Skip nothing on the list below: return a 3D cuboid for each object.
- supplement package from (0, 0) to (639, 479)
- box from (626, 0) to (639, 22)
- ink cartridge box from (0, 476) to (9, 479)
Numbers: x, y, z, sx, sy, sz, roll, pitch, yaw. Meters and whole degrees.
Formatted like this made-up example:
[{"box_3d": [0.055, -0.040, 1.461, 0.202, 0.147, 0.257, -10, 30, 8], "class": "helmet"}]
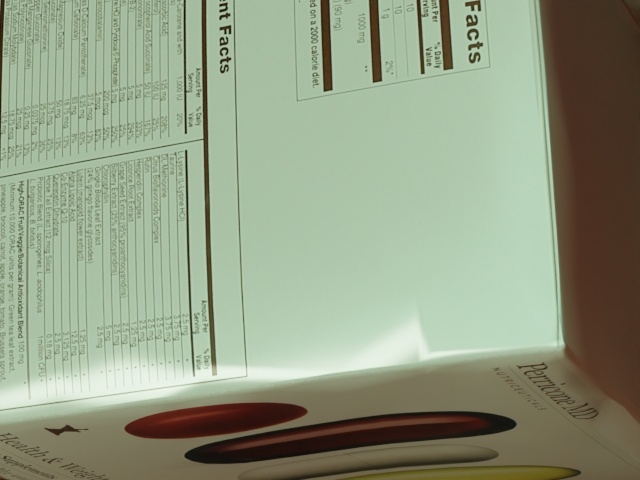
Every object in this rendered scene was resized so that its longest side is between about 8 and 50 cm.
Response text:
[{"box_3d": [0.000, 0.000, 0.621, 0.203, 0.194, 0.149, -9, 70, 21], "class": "supplement package"}, {"box_3d": [0.130, -0.230, 0.715, 0.067, 0.063, 0.324, -6, 71, 19], "class": "box"}, {"box_3d": [-0.244, 0.045, 0.767, 0.255, 0.097, 0.189, -28, 65, 12], "class": "ink cartridge box"}]
